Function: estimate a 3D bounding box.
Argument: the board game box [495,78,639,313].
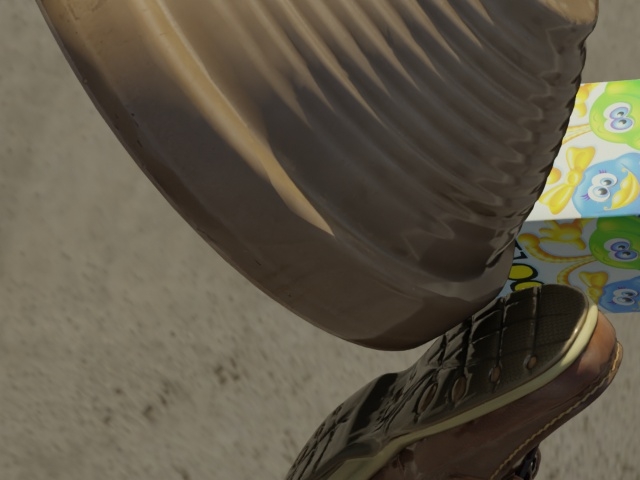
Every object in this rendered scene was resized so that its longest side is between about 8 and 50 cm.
[{"bbox_3d":[0.221,-0.033,1.507,0.275,0.144,0.142,-3,54,20],"label":"board game box"}]

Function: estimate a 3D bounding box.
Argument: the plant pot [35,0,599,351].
[{"bbox_3d":[0.014,-0.092,0.610,0.109,0.237,0.237,-34,69,24],"label":"plant pot"}]

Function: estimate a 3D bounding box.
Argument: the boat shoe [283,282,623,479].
[{"bbox_3d":[0.054,0.070,0.660,0.060,0.178,0.064,41,51,-9],"label":"boat shoe"}]
